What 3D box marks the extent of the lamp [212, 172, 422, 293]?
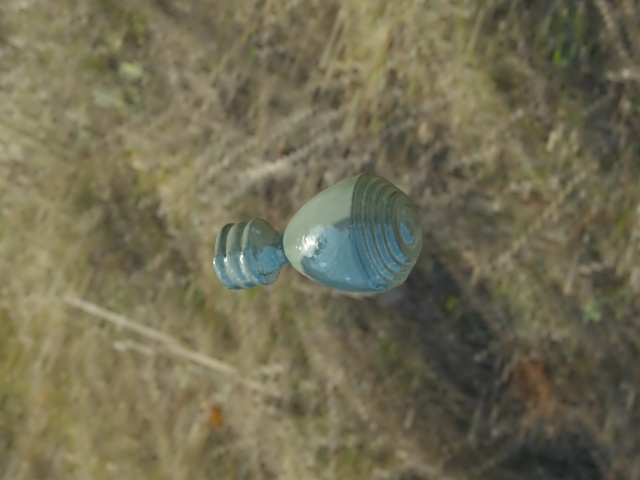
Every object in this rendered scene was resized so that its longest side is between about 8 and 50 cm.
[{"bbox_3d":[0.000,0.000,1.727,0.193,0.106,0.106,-8,140,26],"label":"lamp"}]
